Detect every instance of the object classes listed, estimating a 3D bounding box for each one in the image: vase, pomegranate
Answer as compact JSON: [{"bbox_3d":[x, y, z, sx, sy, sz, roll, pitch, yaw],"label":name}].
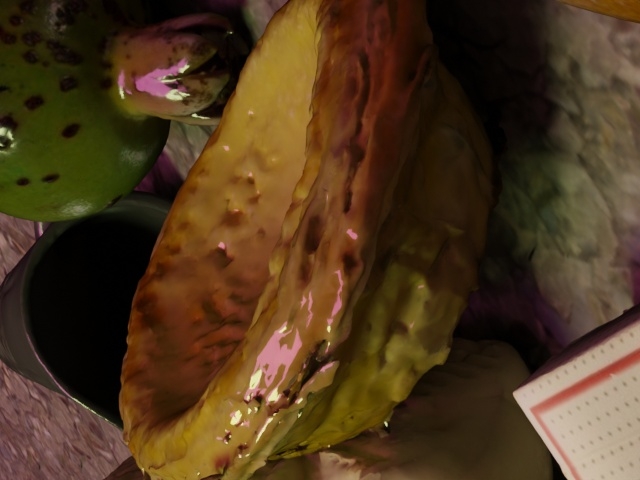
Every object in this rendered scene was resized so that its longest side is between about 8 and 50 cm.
[{"bbox_3d":[-0.182,0.043,1.216,0.301,0.156,0.251,-15,88,67],"label":"vase"},{"bbox_3d":[-0.159,-0.109,1.001,0.247,0.202,0.202,-2,118,26],"label":"pomegranate"}]

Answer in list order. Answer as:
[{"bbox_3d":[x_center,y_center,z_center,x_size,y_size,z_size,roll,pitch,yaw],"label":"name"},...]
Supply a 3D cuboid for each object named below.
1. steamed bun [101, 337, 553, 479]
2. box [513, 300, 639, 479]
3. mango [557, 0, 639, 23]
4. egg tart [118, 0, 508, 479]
[{"bbox_3d":[-0.008,0.202,0.895,0.276,0.289,0.203,-8,111,52],"label":"steamed bun"},{"bbox_3d":[0.245,0.152,0.660,0.330,0.095,0.210,55,151,6],"label":"box"},{"bbox_3d":[0.174,-0.126,0.399,0.384,0.199,0.221,2,120,59],"label":"mango"},{"bbox_3d":[0.000,0.000,0.809,0.120,0.315,0.315,23,158,-18],"label":"egg tart"}]
